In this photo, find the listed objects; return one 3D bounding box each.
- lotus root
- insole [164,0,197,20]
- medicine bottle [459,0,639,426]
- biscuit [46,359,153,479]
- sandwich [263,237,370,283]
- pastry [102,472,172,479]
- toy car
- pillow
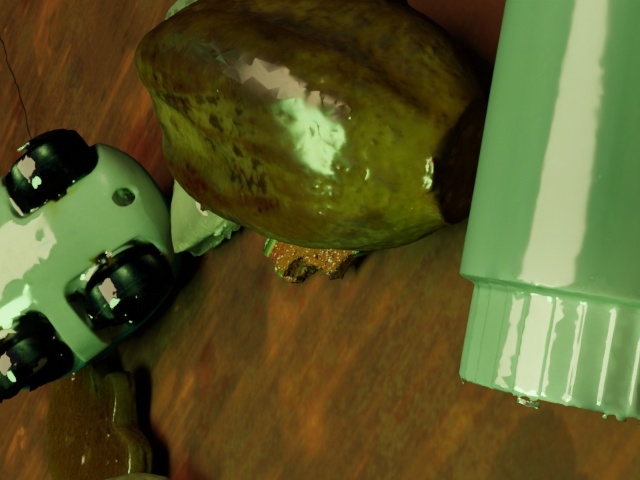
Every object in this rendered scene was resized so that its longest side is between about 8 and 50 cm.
[{"bbox_3d":[0.003,-0.092,1.003,0.291,0.193,0.193,23,100,48],"label":"lotus root"},{"bbox_3d":[-0.105,-0.203,1.354,0.193,0.006,0.065,12,90,58],"label":"insole"},{"bbox_3d":[0.166,-0.068,0.744,0.158,0.158,0.318,8,87,58],"label":"medicine bottle"},{"bbox_3d":[-0.213,0.198,1.371,0.236,0.039,0.180,43,121,54],"label":"biscuit"},{"bbox_3d":[0.001,-0.002,1.103,0.135,0.029,0.067,-5,82,56],"label":"sandwich"},{"bbox_3d":[-0.157,0.273,1.203,0.156,0.092,0.156,5,97,42],"label":"pastry"},{"bbox_3d":[-0.241,0.027,1.335,0.255,0.190,0.188,-38,79,9],"label":"toy car"},{"bbox_3d":[-0.057,-0.090,1.205,0.229,0.050,0.148,-30,62,46],"label":"pillow"}]
